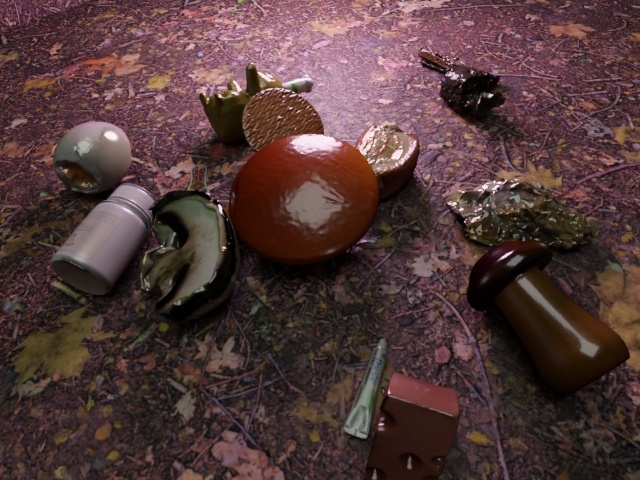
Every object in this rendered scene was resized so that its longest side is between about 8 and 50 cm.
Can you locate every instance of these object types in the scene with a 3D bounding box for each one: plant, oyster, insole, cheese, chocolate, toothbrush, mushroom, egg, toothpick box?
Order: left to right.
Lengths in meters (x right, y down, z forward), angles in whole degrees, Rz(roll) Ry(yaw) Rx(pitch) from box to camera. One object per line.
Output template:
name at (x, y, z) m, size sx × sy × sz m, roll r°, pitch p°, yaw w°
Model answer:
egg at (-0.633, -0.244, 1.201) m, size 0.183 × 0.183 × 0.217 m, roll 3°, pitch 47°, yaw 6°
mushroom at (-0.303, 0.037, 0.991) m, size 0.247 × 0.130 × 0.344 m, roll -32°, pitch 52°, yaw -2°
insole at (-0.354, -0.157, 1.227) m, size 0.065 × 0.006 × 0.193 m, roll -8°, pitch 50°, yaw -4°
toothbrush at (0.000, 0.000, 1.067) m, size 0.288 × 0.021 × 0.024 m, roll 3°, pitch 45°, yaw 5°
cheese at (0.148, 0.302, 0.700) m, size 0.128 × 0.177 × 0.203 m, roll 15°, pitch 52°, yaw 15°
chocolate at (0.498, -0.632, 1.557) m, size 0.102 × 0.065 × 0.329 m, roll -24°, pitch 51°, yaw -41°
plant at (0.490, -0.483, 1.382) m, size 0.142 × 0.131 × 0.203 m, roll -30°, pitch 56°, yaw -25°
oyster at (0.502, -0.079, 1.057) m, size 0.354 × 0.107 × 0.201 m, roll 8°, pitch 54°, yaw 9°
toothpick box at (0.424, 0.139, 0.828) m, size 0.192 × 0.192 × 0.294 m, roll -22°, pitch 58°, yaw -15°

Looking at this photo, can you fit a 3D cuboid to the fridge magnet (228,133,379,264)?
fridge magnet at (-0.040, -0.102, 1.022) m, size 0.363 × 0.155 × 0.364 m, roll -2°, pitch 61°, yaw 4°

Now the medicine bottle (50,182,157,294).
medicine bottle at (-0.502, -0.009, 1.020) m, size 0.143 × 0.143 × 0.258 m, roll 11°, pitch 52°, yaw 12°

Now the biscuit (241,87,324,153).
biscuit at (-0.113, -0.335, 1.274) m, size 0.261 × 0.037 × 0.262 m, roll 6°, pitch 74°, yaw -22°

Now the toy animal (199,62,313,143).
toy animal at (-0.209, -0.472, 1.367) m, size 0.363 × 0.180 × 0.181 m, roll -43°, pitch 28°, yaw -24°

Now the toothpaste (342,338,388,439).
toothpaste at (0.096, 0.280, 0.820) m, size 0.048 × 0.029 × 0.197 m, roll 15°, pitch 55°, yaw 15°

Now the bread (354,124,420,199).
bread at (0.170, -0.214, 1.176) m, size 0.190 × 0.123 × 0.244 m, roll 14°, pitch 53°, yaw 12°

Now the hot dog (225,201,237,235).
hot dog at (-0.208, -0.066, 1.112) m, size 0.089 × 0.060 × 0.140 m, roll -8°, pitch 57°, yaw -9°
